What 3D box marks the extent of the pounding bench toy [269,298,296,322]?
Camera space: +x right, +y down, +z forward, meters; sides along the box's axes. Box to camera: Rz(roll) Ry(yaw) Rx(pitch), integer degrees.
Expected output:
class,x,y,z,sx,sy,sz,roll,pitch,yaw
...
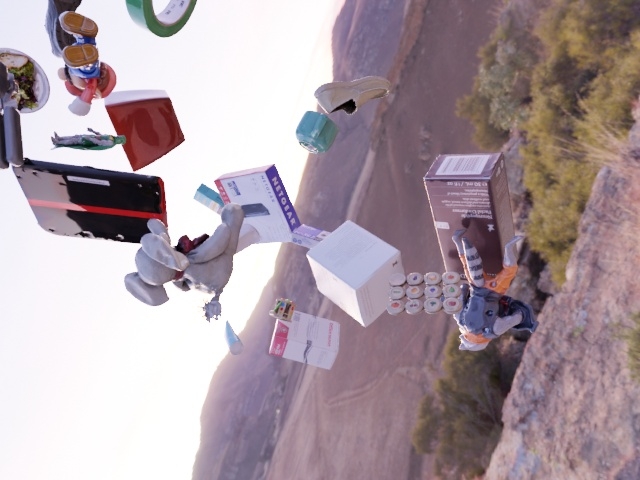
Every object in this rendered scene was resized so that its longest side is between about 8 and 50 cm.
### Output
class,x,y,z,sx,sy,sz,roll,pitch,yaw
pounding bench toy,-0.125,0.218,1.526,0.083,0.052,0.065,38,-115,-51

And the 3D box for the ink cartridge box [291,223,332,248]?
class,x,y,z,sx,sy,sz,roll,pitch,yaw
ink cartridge box,0.000,0.000,1.829,0.097,0.206,0.046,-40,-38,-55

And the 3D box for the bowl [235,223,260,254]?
class,x,y,z,sx,sy,sz,roll,pitch,yaw
bowl,-0.311,-0.011,1.856,0.142,0.053,0.142,-31,-16,-6

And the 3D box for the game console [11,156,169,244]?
class,x,y,z,sx,sy,sz,roll,pitch,yaw
game console,-0.651,-0.107,1.392,0.342,0.385,0.060,112,160,-54

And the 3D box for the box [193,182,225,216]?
class,x,y,z,sx,sy,sz,roll,pitch,yaw
box,-0.532,-0.191,2.451,0.100,0.244,0.060,-44,16,56

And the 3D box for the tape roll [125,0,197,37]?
class,x,y,z,sx,sy,sz,roll,pitch,yaw
tape roll,-0.528,-0.864,1.613,0.322,0.077,0.321,-62,-7,-13

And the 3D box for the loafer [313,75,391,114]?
class,x,y,z,sx,sy,sz,roll,pitch,yaw
loafer,0.106,-0.447,1.487,0.102,0.268,0.092,-23,83,68

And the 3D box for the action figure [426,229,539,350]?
class,x,y,z,sx,sy,sz,roll,pitch,yaw
action figure,0.399,0.141,1.290,0.178,0.341,0.331,-11,-78,-46

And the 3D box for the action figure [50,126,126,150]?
class,x,y,z,sx,sy,sz,roll,pitch,yaw
action figure,-0.796,-0.348,1.642,0.137,0.232,0.064,-115,27,-53

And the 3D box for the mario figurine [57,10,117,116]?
class,x,y,z,sx,sy,sz,roll,pitch,yaw
mario figurine,-0.654,-0.464,1.261,0.198,0.170,0.320,-60,15,-16

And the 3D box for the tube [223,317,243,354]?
class,x,y,z,sx,sy,sz,roll,pitch,yaw
tube,-0.340,0.366,1.788,0.207,0.052,0.080,29,102,64

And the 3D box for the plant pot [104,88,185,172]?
class,x,y,z,sx,sy,sz,roll,pitch,yaw
plant pot,-0.688,-0.464,1.888,0.267,0.235,0.268,-130,24,-55

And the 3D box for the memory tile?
class,x,y,z,sx,sy,sz,roll,pitch,yaw
memory tile,0.209,0.104,0.959,0.113,0.147,0.012,-74,-27,-48

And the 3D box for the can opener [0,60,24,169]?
class,x,y,z,sx,sy,sz,roll,pitch,yaw
can opener,-0.807,-0.314,1.193,0.093,0.074,0.281,80,175,-77

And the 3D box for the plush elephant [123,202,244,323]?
class,x,y,z,sx,sy,sz,roll,pitch,yaw
plush elephant,-0.376,0.047,1.258,0.272,0.255,0.330,-41,38,32

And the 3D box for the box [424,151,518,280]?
class,x,y,z,sx,sy,sz,roll,pitch,yaw
box,0.445,-0.058,1.384,0.143,0.191,0.382,-52,-48,-36

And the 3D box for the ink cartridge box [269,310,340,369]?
class,x,y,z,sx,sy,sz,roll,pitch,yaw
ink cartridge box,-0.050,0.331,1.614,0.159,0.217,0.092,-81,6,-60

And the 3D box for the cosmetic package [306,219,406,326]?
class,x,y,z,sx,sy,sz,roll,pitch,yaw
cosmetic package,0.091,0.078,1.172,0.151,0.183,0.151,-38,-44,-20

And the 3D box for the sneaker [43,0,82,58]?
class,x,y,z,sx,sy,sz,roll,pitch,yaw
sneaker,-0.830,-0.720,1.508,0.109,0.130,0.287,2,-93,-50

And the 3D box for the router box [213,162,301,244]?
class,x,y,z,sx,sy,sz,roll,pitch,yaw
router box,-0.265,-0.147,2.045,0.082,0.300,0.336,-49,-55,-45

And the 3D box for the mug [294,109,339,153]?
class,x,y,z,sx,sy,sz,roll,pitch,yaw
mug,-0.022,-0.345,1.515,0.098,0.129,0.158,-62,-27,-8

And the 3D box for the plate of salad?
class,x,y,z,sx,sy,sz,roll,pitch,yaw
plate of salad,-0.937,-0.482,1.448,0.048,0.199,0.200,-104,30,-55
